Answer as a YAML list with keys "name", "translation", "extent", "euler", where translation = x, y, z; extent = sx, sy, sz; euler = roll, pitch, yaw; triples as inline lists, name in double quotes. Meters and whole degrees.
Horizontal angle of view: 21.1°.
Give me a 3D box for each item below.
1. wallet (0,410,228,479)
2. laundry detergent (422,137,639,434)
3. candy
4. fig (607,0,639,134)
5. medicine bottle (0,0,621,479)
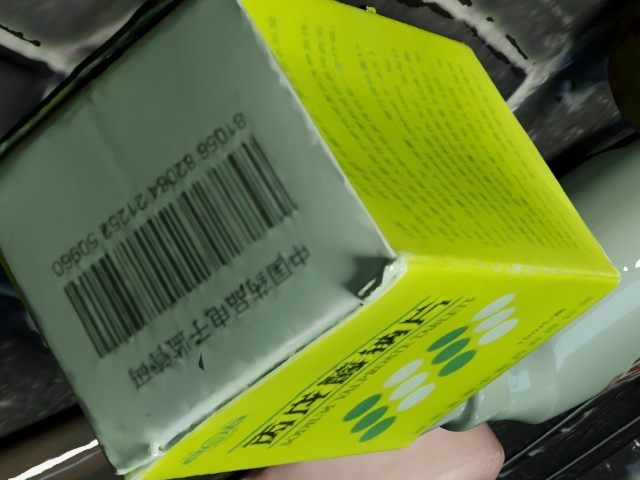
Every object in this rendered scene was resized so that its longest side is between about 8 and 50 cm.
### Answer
- name: "wallet"
  translation: [-0.113, 0.125, 0.990]
  extent: [0.309, 0.042, 0.165]
  euler: [-26, 160, -28]
- name: "laundry detergent"
  translation: [0.195, 0.009, 1.072]
  extent: [0.398, 0.125, 0.264]
  euler: [-23, 159, -29]
- name: "candy"
  translation: [0.026, 0.198, 1.340]
  extent: [0.255, 0.094, 0.255]
  euler: [-29, 162, -10]
- name: "fig"
  translation: [0.201, -0.097, 0.839]
  extent: [0.109, 0.103, 0.155]
  euler: [-54, 173, -6]
- name: "medicine bottle"
  translation: [0.000, 0.000, 0.691]
  extent: [0.137, 0.141, 0.250]
  euler: [-37, 163, 21]
